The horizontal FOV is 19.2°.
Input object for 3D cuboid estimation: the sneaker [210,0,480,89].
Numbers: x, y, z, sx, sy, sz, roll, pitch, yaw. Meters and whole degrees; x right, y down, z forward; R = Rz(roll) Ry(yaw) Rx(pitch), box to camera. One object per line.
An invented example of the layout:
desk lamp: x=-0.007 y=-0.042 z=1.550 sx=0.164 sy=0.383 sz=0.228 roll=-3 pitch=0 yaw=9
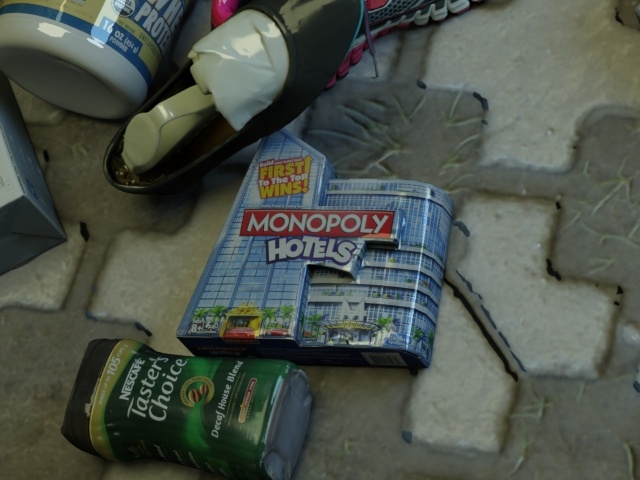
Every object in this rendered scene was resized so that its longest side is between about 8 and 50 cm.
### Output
sneaker: x=0.047 y=-0.228 z=1.566 sx=0.299 sy=0.112 sz=0.121 roll=-37 pitch=58 yaw=-2

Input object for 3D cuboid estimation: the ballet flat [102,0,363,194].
ballet flat: x=-0.077 y=-0.113 z=1.492 sx=0.280 sy=0.096 sz=0.095 roll=-41 pitch=76 yaw=38

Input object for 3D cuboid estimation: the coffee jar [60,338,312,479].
coffee jar: x=-0.105 y=0.130 z=1.458 sx=0.184 sy=0.079 sz=0.096 roll=6 pitch=66 yaw=23

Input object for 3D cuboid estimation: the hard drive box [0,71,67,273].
hard drive box: x=-0.345 y=-0.067 z=1.641 sx=0.181 sy=0.089 sz=0.232 roll=-27 pitch=59 yaw=5

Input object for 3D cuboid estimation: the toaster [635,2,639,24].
toaster: x=0.346 y=-0.229 z=1.448 sx=0.227 sy=0.129 sz=0.146 roll=-44 pitch=56 yaw=-4

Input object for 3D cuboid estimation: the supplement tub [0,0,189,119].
supplement tub: x=-0.185 y=-0.221 z=1.628 sx=0.144 sy=0.144 sz=0.199 roll=13 pitch=70 yaw=25

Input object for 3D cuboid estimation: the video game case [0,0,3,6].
video game case: x=-0.337 y=-0.295 z=1.793 sx=0.285 sy=0.025 sz=0.204 roll=-29 pitch=58 yaw=4

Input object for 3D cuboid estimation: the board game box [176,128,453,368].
board game box: x=0.000 y=0.000 z=1.497 sx=0.194 sy=0.060 sz=0.194 roll=0 pitch=65 yaw=20
